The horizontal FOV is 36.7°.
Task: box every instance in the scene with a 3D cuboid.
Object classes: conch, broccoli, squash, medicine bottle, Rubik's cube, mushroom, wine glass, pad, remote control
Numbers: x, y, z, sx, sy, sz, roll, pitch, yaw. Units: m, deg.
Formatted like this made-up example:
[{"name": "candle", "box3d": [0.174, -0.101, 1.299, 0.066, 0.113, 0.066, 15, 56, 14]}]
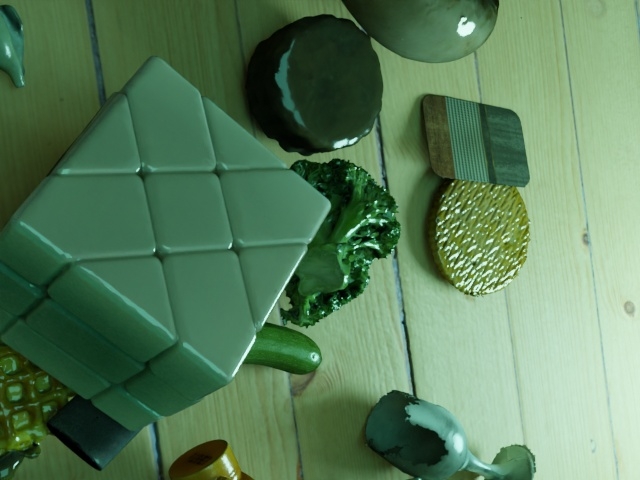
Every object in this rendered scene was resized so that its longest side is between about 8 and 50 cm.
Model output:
[{"name": "conch", "box3d": [-0.467, -0.298, 1.355, 0.065, 0.088, 0.180, -24, 115, 14]}, {"name": "broccoli", "box3d": [0.000, 0.000, 1.541, 0.269, 0.241, 0.261, -16, 108, 10]}, {"name": "squash", "box3d": [-0.092, 0.172, 1.564, 0.219, 0.068, 0.077, 12, 98, -31]}, {"name": "medicine bottle", "box3d": [-0.142, 0.427, 1.481, 0.112, 0.149, 0.222, -31, 105, -28]}, {"name": "Rubik's cube", "box3d": [-0.235, 0.016, 1.273, 0.322, 0.316, 0.319, 38, 53, -13]}, {"name": "mushroom", "box3d": [0.173, -0.476, 1.585, 0.362, 0.294, 0.362, 36, 36, -31]}, {"name": "wine glass", "box3d": [0.232, 0.379, 1.724, 0.321, 0.143, 0.143, 27, 75, -25]}, {"name": "pad", "box3d": [0.305, -0.269, 1.828, 0.250, 0.055, 0.323, 4, 91, -32]}, {"name": "remote control", "box3d": [-0.233, 0.176, 1.437, 0.107, 0.044, 0.377, 32, 55, 17]}]

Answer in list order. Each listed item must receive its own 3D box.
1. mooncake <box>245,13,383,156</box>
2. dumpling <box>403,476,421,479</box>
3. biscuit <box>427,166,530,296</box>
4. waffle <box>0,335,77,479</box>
[{"name": "mooncake", "box3d": [-0.012, -0.254, 1.596, 0.228, 0.124, 0.228, -2, 93, -36]}, {"name": "dumpling", "box3d": [0.101, 0.497, 1.665, 0.216, 0.149, 0.105, -42, 80, -11]}, {"name": "biscuit", "box3d": [0.302, -0.019, 1.831, 0.254, 0.035, 0.254, 2, 86, -33]}, {"name": "waffle", "box3d": [-0.476, 0.179, 1.331, 0.329, 0.062, 0.329, 0, 90, -33]}]
